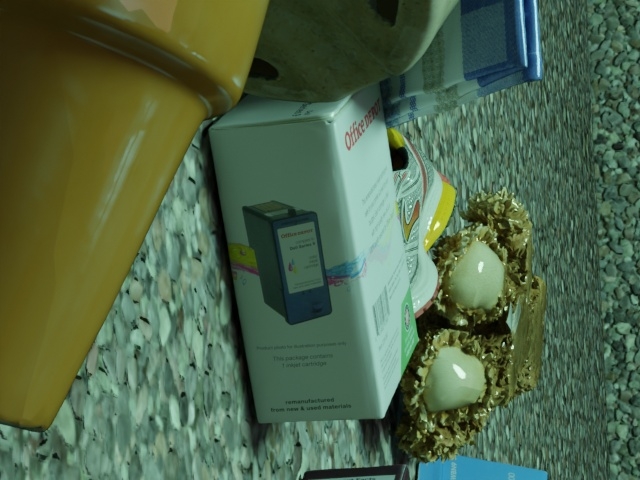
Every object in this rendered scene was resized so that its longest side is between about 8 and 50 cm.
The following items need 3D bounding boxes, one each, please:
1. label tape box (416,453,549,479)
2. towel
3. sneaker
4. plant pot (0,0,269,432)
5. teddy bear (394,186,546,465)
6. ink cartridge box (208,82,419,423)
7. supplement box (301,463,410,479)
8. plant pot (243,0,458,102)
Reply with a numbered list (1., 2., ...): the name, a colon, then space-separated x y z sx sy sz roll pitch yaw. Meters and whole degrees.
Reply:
1. label tape box: 0.172 0.351 1.846 0.333 0.106 0.240 69 22 -47
2. towel: 0.063 -0.184 1.390 0.034 0.285 0.209 1 82 -31
3. sneaker: 0.041 -0.003 1.551 0.092 0.088 0.225 52 30 -27
4. plant pot: -0.136 -0.036 0.700 0.205 0.205 0.188 33 69 -71
5. teddy bear: 0.123 0.079 1.717 0.338 0.113 0.245 -36 131 -71
6. ink cartridge box: 0.000 0.000 1.342 0.154 0.093 0.212 -55 140 -68
7. supplement box: 0.017 0.252 1.350 0.188 0.081 0.104 -68 150 -58
8. plant pot: 0.010 -0.255 1.077 0.334 0.334 0.305 69 37 -47
